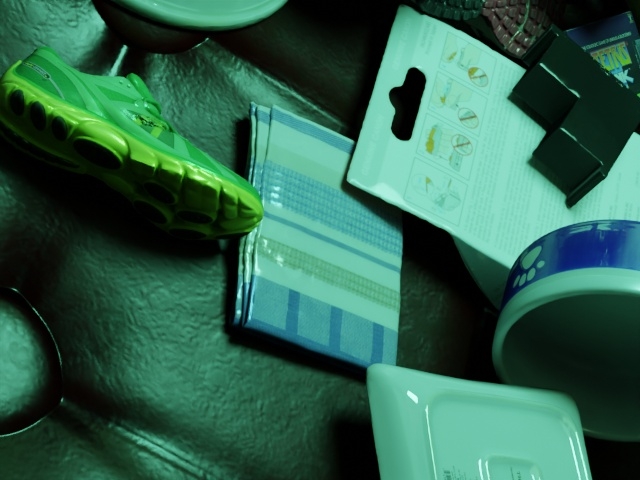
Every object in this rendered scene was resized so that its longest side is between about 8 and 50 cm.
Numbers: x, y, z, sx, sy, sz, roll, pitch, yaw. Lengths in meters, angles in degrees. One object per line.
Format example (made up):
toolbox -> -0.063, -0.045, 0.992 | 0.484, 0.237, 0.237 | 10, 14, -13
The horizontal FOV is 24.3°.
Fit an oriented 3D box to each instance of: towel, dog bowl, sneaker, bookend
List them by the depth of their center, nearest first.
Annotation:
sneaker -> -0.177, -0.102, 1.473 | 0.295, 0.109, 0.123 | 31, 51, -15
towel -> 0.000, 0.000, 1.600 | 0.209, 0.034, 0.285 | 21, 55, -28
dog bowl -> 0.326, 0.102, 1.619 | 0.265, 0.265, 0.104 | 32, 47, -17
bookend -> 0.289, -0.150, 1.766 | 0.156, 0.072, 0.157 | 40, 49, -3
sneaker -> 0.200, -0.323, 1.897 | 0.299, 0.121, 0.112 | 18, 9, -40

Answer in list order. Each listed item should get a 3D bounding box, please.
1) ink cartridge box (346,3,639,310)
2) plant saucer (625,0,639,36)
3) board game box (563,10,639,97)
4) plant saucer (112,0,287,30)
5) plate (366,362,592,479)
ink cartridge box -> 0.212, -0.074, 1.779 | 0.385, 0.091, 0.308 | 27, 51, -13
plant saucer -> 0.544, -0.289, 2.116 | 0.333, 0.081, 0.333 | 8, 58, -46
board game box -> 0.377, -0.221, 1.974 | 0.170, 0.048, 0.141 | -23, 95, -46
plant saucer -> -0.165, -0.432, 1.694 | 0.400, 0.100, 0.400 | 18, 54, -27
plate -> 0.184, 0.258, 1.486 | 0.278, 0.045, 0.277 | 11, 57, -31
